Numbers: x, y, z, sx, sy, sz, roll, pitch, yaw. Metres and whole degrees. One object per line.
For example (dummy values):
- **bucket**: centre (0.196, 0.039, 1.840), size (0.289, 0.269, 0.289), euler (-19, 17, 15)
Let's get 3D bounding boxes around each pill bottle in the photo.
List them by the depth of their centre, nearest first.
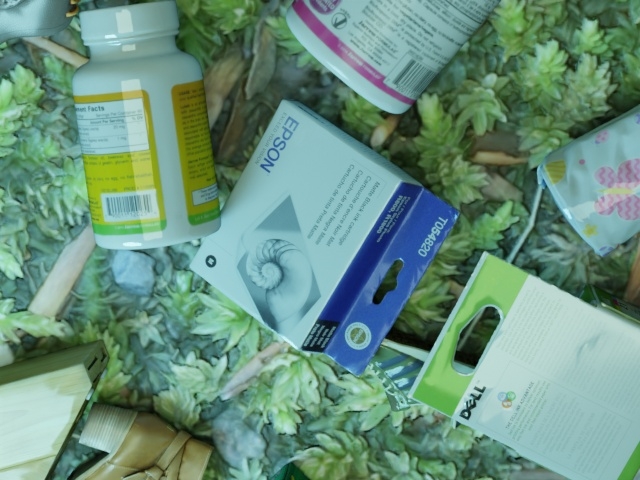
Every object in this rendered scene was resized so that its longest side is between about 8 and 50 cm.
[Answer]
- **pill bottle**: centre (0.110, -0.280, 1.471), size (0.160, 0.160, 0.283), euler (39, 104, -5)
- **pill bottle**: centre (-0.185, -0.122, 1.553), size (0.136, 0.136, 0.246), euler (-5, 100, 7)

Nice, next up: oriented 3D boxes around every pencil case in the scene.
- **pencil case**: centre (0.358, -0.102, 1.519), size (0.273, 0.113, 0.124), euler (-36, 89, 13)

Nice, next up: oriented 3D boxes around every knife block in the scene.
- **knife block**: centre (-0.402, 0.194, 1.687), size (0.242, 0.088, 0.276), euler (28, 106, -3)

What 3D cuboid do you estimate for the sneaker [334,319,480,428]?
- **sneaker**: centre (0.087, 0.148, 1.637), size (0.192, 0.064, 0.086), euler (20, 101, -3)

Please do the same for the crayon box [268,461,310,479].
- **crayon box**: centre (-0.077, 0.410, 1.716), size (0.165, 0.081, 0.278), euler (45, 105, -6)

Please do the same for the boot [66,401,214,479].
- **boot**: centre (-0.217, 0.292, 1.706), size (0.152, 0.073, 0.197), euler (20, 109, -4)

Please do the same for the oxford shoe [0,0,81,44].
- **oxford shoe**: centre (-0.275, -0.297, 1.520), size (0.363, 0.130, 0.133), euler (-30, 117, 30)

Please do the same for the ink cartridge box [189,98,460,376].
- **ink cartridge box**: centre (0.000, 0.000, 1.582), size (0.224, 0.045, 0.223), euler (34, 106, 16)

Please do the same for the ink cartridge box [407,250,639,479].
- **ink cartridge box**: centre (0.249, 0.134, 1.598), size (0.255, 0.097, 0.189), euler (27, 103, -1)
